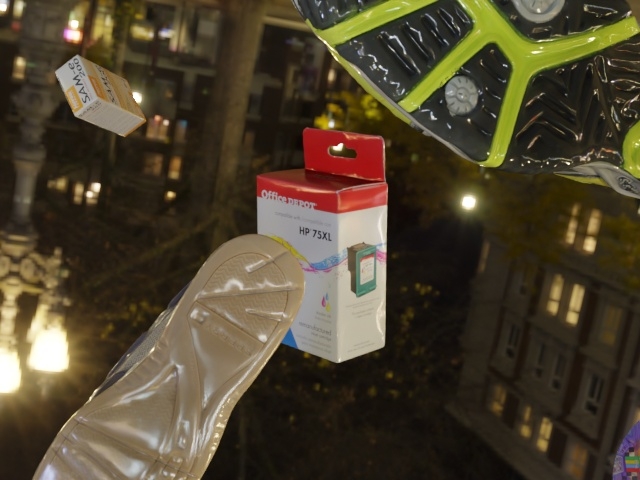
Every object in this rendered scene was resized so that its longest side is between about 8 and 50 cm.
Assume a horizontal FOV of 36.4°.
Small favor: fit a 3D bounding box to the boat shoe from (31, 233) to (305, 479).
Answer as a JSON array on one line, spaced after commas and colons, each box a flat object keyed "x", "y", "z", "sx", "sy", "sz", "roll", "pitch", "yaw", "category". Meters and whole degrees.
[{"x": -0.113, "y": 0.119, "z": 0.737, "sx": 0.102, "sy": 0.285, "sz": 0.092, "roll": 35, "pitch": 177, "yaw": -1, "category": "boat shoe"}]

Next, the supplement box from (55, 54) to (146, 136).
[{"x": -0.245, "y": -0.161, "z": 1.093, "sx": 0.062, "sy": 0.036, "sz": 0.098, "roll": 62, "pitch": -164, "yaw": 17, "category": "supplement box"}]

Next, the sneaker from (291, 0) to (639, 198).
[{"x": 0.131, "y": -0.103, "z": 0.626, "sx": 0.384, "sy": 0.145, "sz": 0.147, "roll": 22, "pitch": 179, "yaw": -28, "category": "sneaker"}]

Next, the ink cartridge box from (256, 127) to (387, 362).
[{"x": 0.000, "y": 0.000, "z": 1.053, "sx": 0.078, "sy": 0.231, "sz": 0.134, "roll": -12, "pitch": -163, "yaw": -42, "category": "ink cartridge box"}]

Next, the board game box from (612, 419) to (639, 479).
[{"x": 0.340, "y": 0.200, "z": 0.848, "sx": 0.168, "sy": 0.133, "sz": 0.033, "roll": 42, "pitch": 170, "yaw": 44, "category": "board game box"}]
